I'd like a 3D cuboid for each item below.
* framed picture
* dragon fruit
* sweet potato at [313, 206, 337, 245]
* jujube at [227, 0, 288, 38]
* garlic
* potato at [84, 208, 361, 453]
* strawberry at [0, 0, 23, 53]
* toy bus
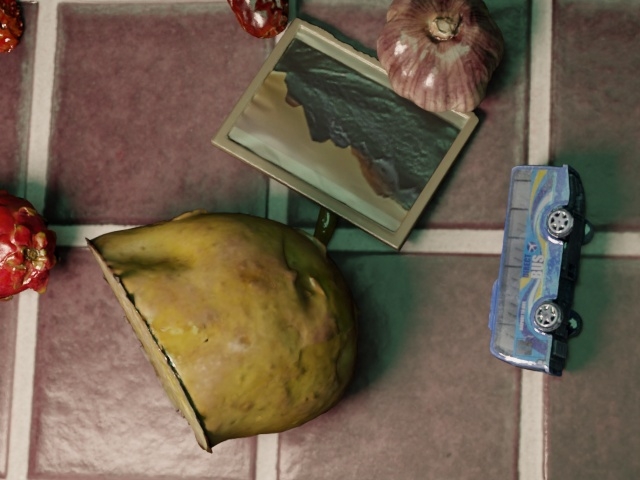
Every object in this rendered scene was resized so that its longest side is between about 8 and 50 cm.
[{"bbox_3d":[0.030,-0.130,2.015,0.265,0.018,0.192,29,79,14],"label":"framed picture"},{"bbox_3d":[-0.389,0.004,2.040,0.133,0.136,0.166,-47,64,0],"label":"dragon fruit"},{"bbox_3d":[0.000,0.000,2.012,0.026,0.026,0.115,17,88,14],"label":"sweet potato"},{"bbox_3d":[-0.079,-0.305,2.047,0.077,0.077,0.129,-22,84,8],"label":"jujube"},{"bbox_3d":[0.138,-0.228,1.970,0.147,0.102,0.159,-6,73,9],"label":"garlic"},{"bbox_3d":[-0.088,0.076,1.923,0.237,0.301,0.289,-29,115,-10],"label":"potato"},{"bbox_3d":[-0.457,-0.321,2.124,0.140,0.085,0.192,-12,81,8],"label":"strawberry"},{"bbox_3d":[0.249,0.033,1.933,0.094,0.079,0.236,5,83,29],"label":"toy bus"}]
